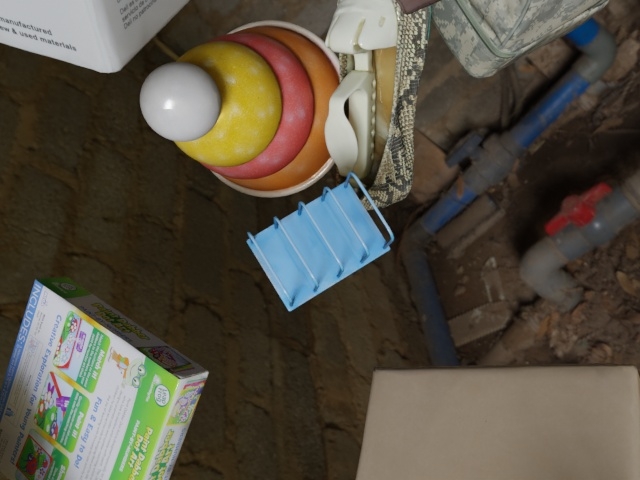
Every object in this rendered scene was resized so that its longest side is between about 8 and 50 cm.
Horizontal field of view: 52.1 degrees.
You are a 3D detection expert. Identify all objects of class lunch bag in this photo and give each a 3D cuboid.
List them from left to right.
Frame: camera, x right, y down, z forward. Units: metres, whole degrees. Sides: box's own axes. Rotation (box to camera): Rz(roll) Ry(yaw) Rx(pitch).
[{"bbox_3d":[0.351,-0.436,1.033,0.305,0.212,0.256,-30,-1,-18],"label":"lunch bag"}]

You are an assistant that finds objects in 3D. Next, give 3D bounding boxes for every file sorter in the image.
[{"bbox_3d":[0.000,0.000,0.891,0.170,0.118,0.104,-31,-6,-8],"label":"file sorter"}]

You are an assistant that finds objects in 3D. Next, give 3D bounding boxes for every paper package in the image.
[{"bbox_3d":[0.207,0.307,0.749,0.325,0.168,0.309,-7,54,31],"label":"paper package"}]

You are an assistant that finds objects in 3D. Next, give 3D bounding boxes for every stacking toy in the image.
[{"bbox_3d":[-0.160,-0.241,1.133,0.350,0.350,0.480,-50,-8,15],"label":"stacking toy"}]

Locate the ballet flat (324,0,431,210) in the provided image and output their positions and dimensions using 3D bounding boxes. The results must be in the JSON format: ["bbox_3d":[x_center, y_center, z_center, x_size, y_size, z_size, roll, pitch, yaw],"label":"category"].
[{"bbox_3d":[0.082,-0.265,1.086,0.164,0.182,0.483,23,125,38],"label":"ballet flat"}]

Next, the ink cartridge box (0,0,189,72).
[{"bbox_3d":[-0.135,-0.279,0.357,0.121,0.289,0.211,19,53,15],"label":"ink cartridge box"}]

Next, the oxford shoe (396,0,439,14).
[{"bbox_3d":[0.017,-0.227,0.424,0.098,0.097,0.271,-42,42,7],"label":"oxford shoe"}]

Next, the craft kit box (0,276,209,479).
[{"bbox_3d":[-0.274,0.205,0.770,0.246,0.061,0.250,28,103,28],"label":"craft kit box"}]
